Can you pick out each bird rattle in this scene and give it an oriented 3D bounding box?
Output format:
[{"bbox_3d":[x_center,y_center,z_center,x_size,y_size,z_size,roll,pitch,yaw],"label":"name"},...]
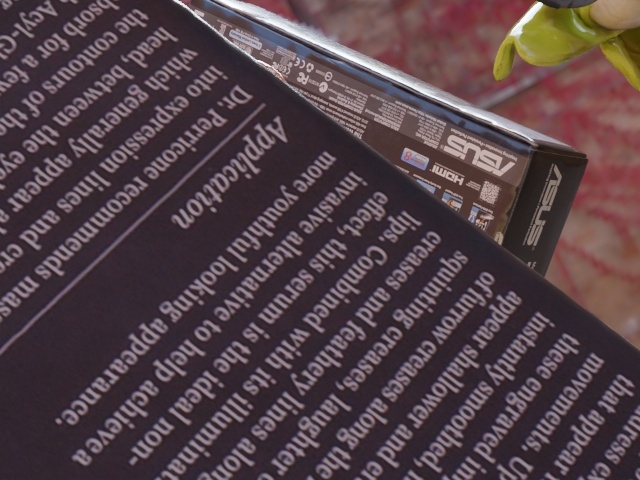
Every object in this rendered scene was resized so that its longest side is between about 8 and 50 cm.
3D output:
[{"bbox_3d":[0.203,-0.232,1.350,0.143,0.254,0.207,3,-4,-16],"label":"bird rattle"}]

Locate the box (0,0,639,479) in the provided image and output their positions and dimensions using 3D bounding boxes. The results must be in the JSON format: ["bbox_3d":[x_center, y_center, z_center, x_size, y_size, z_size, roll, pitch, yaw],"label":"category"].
[{"bbox_3d":[-0.088,0.096,0.724,0.212,0.395,0.293,-46,-10,-38],"label":"box"}]

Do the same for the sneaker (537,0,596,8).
[{"bbox_3d":[0.221,-0.213,1.082,0.319,0.131,0.112,-54,12,-33],"label":"sneaker"}]

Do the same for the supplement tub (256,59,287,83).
[{"bbox_3d":[-0.042,0.011,0.966,0.117,0.117,0.190,-23,-51,-13],"label":"supplement tub"}]

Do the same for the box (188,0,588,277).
[{"bbox_3d":[0.000,0.000,1.658,0.097,0.395,0.318,7,-74,-53],"label":"box"}]
